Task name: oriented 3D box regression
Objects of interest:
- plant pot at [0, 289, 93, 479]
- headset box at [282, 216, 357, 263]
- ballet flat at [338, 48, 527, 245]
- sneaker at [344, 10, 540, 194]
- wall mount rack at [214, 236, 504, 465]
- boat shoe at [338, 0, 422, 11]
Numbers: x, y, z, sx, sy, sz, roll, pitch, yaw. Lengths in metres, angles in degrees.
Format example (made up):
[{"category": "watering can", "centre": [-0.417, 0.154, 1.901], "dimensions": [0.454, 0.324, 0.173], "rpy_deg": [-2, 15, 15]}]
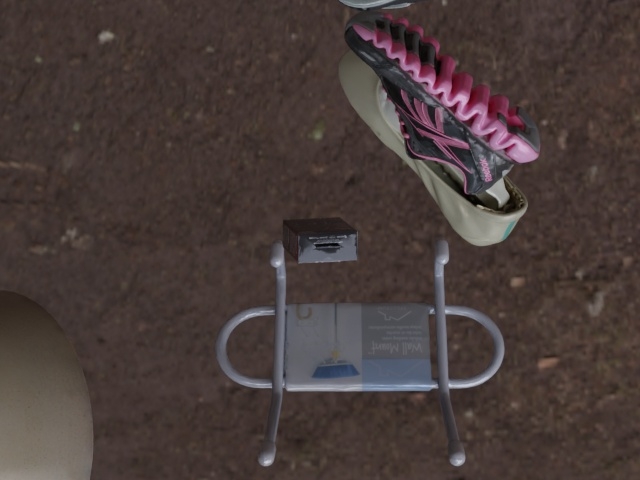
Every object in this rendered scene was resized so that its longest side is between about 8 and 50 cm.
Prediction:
[{"category": "plant pot", "centre": [-0.370, 0.164, 0.963], "dimensions": [0.256, 0.256, 0.274], "rpy_deg": [-32, 158, 31]}, {"category": "headset box", "centre": [0.000, 0.000, 1.212], "dimensions": [0.062, 0.083, 0.032], "rpy_deg": [-3, 102, -12]}, {"category": "ballet flat", "centre": [0.116, -0.105, 1.200], "dimensions": [0.248, 0.086, 0.086], "rpy_deg": [50, 126, 0]}, {"category": "sneaker", "centre": [0.054, -0.068, 0.621], "dimensions": [0.119, 0.047, 0.057], "rpy_deg": [39, 125, -7]}, {"category": "wall mount rack", "centre": [0.045, 0.140, 1.384], "dimensions": [0.350, 0.304, 0.130], "rpy_deg": [-1, 146, 2]}, {"category": "boat shoe", "centre": [0.154, -0.317, 1.260], "dimensions": [0.302, 0.091, 0.114], "rpy_deg": [-9, 96, 11]}]
